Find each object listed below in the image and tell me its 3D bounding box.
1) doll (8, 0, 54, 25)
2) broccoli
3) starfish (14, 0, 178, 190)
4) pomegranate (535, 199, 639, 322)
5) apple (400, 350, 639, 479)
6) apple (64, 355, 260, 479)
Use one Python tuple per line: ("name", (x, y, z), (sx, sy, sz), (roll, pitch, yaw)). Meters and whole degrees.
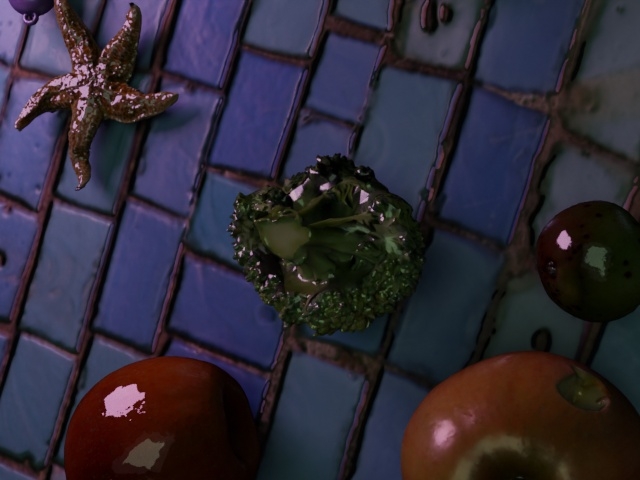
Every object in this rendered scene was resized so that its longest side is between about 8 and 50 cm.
("doll", (-0.392, -0.388, 1.054), (0.110, 0.067, 0.206), (-5, 76, 9))
("broccoli", (0.000, 0.000, 0.859), (0.226, 0.176, 0.198), (34, 94, 1))
("starfish", (-0.298, -0.205, 1.018), (0.236, 0.062, 0.277), (-8, 84, 16))
("pomegranate", (0.287, 0.021, 0.801), (0.130, 0.130, 0.130), (-1, 88, 18))
("apple", (0.200, 0.225, 0.749), (0.242, 0.241, 0.242), (-1, 86, 20))
("apple", (-0.181, 0.243, 0.885), (0.201, 0.218, 0.218), (-18, 83, 9))
